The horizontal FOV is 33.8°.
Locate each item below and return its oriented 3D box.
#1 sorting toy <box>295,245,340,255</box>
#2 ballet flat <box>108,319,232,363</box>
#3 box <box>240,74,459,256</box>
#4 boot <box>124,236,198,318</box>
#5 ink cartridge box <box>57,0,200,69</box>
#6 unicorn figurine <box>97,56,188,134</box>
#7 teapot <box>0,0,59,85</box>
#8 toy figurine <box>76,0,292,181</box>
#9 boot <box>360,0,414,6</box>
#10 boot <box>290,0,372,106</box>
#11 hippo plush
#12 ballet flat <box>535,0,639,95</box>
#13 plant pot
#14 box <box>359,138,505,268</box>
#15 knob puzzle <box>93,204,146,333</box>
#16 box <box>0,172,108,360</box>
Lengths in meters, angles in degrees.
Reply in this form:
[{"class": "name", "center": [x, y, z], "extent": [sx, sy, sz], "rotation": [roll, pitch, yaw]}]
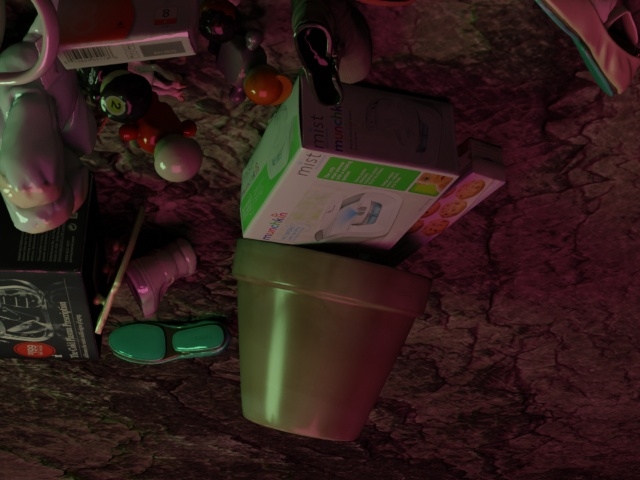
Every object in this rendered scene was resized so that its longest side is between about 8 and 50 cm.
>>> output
[{"class": "sorting toy", "center": [0.000, 0.000, 1.769], "extent": [0.061, 0.042, 0.102], "rotation": [-1, 168, 33]}, {"class": "ballet flat", "center": [-0.292, 0.204, 2.083], "extent": [0.247, 0.083, 0.087], "rotation": [-4, 165, 9]}, {"class": "box", "center": [0.033, -0.100, 1.494], "extent": [0.231, 0.127, 0.262], "rotation": [8, 151, -20]}, {"class": "boot", "center": [-0.266, 0.061, 1.806], "extent": [0.123, 0.095, 0.258], "rotation": [-28, 178, -13]}, {"class": "ink cartridge box", "center": [-0.199, -0.268, 1.111], "extent": [0.145, 0.179, 0.045], "rotation": [-5, 153, 7]}, {"class": "unicorn figurine", "center": [-0.229, -0.208, 1.361], "extent": [0.111, 0.060, 0.162], "rotation": [9, 136, -1]}, {"class": "teapot", "center": [-0.416, -0.266, 1.050], "extent": [0.256, 0.253, 0.187], "rotation": [8, 133, -39]}, {"class": "toy figurine", "center": [-0.159, -0.195, 1.212], "extent": [0.209, 0.148, 0.213], "rotation": [-36, 145, -2]}, {"class": "boot", "center": [0.061, -0.349, 1.070], "extent": [0.248, 0.090, 0.207], "rotation": [22, 146, -30]}, {"class": "boot", "center": [0.006, -0.218, 1.232], "extent": [0.083, 0.161, 0.246], "rotation": [-8, 151, 13]}, {"class": "hippo plush", "center": [-0.413, -0.141, 1.257], "extent": [0.236, 0.234, 0.294], "rotation": [3, 143, 0]}, {"class": "ballet flat", "center": [0.327, -0.265, 1.267], "extent": [0.086, 0.086, 0.248], "rotation": [-19, 148, 29]}, {"class": "plant pot", "center": [-0.003, 0.164, 1.691], "extent": [0.323, 0.281, 0.323], "rotation": [11, 177, 1]}, {"class": "box", "center": [0.168, -0.049, 1.653], "extent": [0.067, 0.063, 0.324], "rotation": [15, 147, -25]}, {"class": "knob puzzle", "center": [-0.322, 0.030, 1.667], "extent": [0.030, 0.213, 0.213], "rotation": [21, 146, -12]}, {"class": "box", "center": [-0.512, 0.047, 1.678], "extent": [0.312, 0.179, 0.343], "rotation": [3, 151, -5]}]
